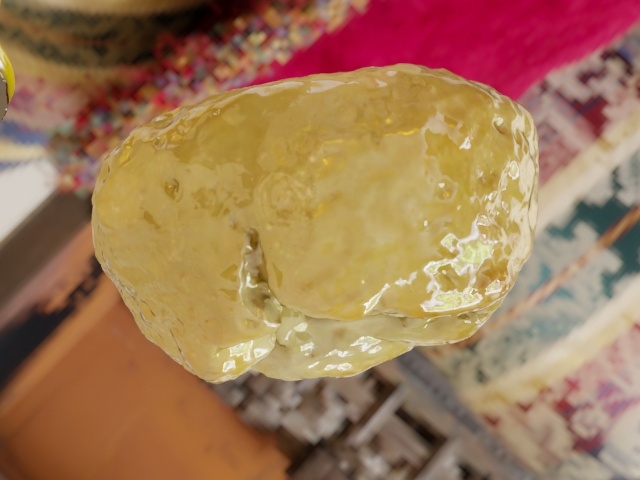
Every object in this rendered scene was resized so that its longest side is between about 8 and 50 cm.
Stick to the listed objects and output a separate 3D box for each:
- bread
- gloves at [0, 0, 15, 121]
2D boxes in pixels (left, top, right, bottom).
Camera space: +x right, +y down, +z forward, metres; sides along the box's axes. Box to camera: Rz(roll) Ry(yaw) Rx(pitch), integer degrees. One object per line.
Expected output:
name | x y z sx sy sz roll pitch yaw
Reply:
bread | 0.000 0.000 1.021 0.244 0.244 0.134 142 123 -62
gloves | -0.149 -0.195 0.851 0.133 0.294 0.116 18 152 -9
